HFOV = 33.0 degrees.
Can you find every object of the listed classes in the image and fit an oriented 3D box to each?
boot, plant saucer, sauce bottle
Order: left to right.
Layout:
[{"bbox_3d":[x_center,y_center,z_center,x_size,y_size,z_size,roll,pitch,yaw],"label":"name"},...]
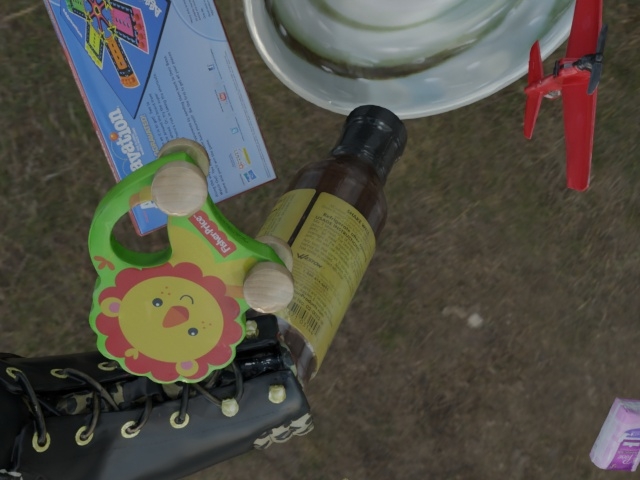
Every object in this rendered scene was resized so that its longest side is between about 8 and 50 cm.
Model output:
[{"bbox_3d":[-0.103,0.075,0.530,0.178,0.236,0.085,-19,68,-1],"label":"boot"},{"bbox_3d":[0.000,0.000,1.035,0.111,0.344,0.111,18,140,15],"label":"sauce bottle"},{"bbox_3d":[0.108,-0.303,1.105,0.400,0.400,0.100,-43,46,27],"label":"plant saucer"}]

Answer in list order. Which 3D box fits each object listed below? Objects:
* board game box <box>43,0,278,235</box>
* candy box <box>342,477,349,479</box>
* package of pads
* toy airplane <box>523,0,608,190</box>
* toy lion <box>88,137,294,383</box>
[{"bbox_3d":[-0.151,-0.160,0.982,0.027,0.145,0.281,16,128,67],"label":"board game box"},{"bbox_3d":[-0.025,0.324,1.028,0.053,0.109,0.187,40,117,11],"label":"candy box"},{"bbox_3d":[0.328,0.208,1.163,0.050,0.032,0.083,8,118,-18],"label":"package of pads"},{"bbox_3d":[0.159,-0.108,0.706,0.028,0.151,0.151,4,106,-2],"label":"toy airplane"},{"bbox_3d":[-0.067,0.017,0.485,0.096,0.034,0.100,-33,117,14],"label":"toy lion"}]
